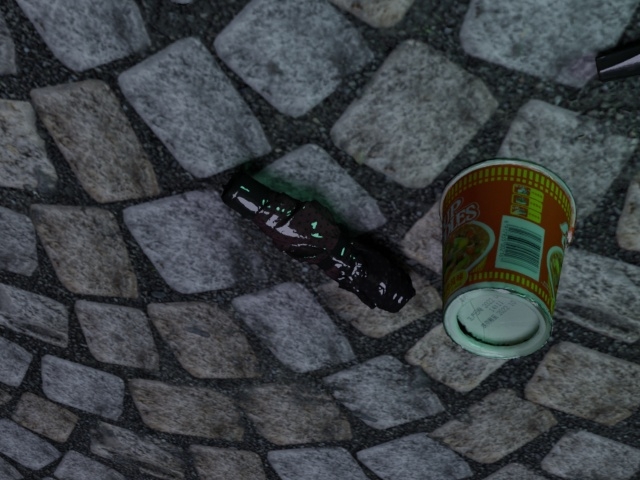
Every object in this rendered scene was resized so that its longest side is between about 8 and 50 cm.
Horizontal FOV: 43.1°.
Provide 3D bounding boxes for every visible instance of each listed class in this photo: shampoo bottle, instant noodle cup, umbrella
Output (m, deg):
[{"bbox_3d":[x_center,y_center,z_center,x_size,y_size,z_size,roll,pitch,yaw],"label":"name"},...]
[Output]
[{"bbox_3d":[0.378,-0.207,0.899,0.137,0.027,0.048,-11,130,26],"label":"shampoo bottle"},{"bbox_3d":[0.235,0.034,1.042,0.193,0.212,0.193,9,135,9],"label":"instant noodle cup"},{"bbox_3d":[0.000,0.000,1.174,0.326,0.094,0.090,35,177,-18],"label":"umbrella"}]
